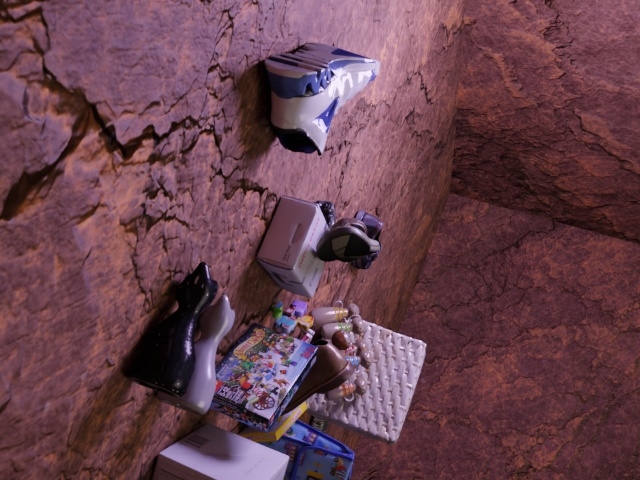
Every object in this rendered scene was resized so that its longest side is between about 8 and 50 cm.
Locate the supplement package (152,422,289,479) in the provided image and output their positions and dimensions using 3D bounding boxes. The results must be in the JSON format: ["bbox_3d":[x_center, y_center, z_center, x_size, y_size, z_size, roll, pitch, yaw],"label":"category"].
[{"bbox_3d":[-0.212,0.534,1.194,0.199,0.198,0.262,-1,107,-73],"label":"supplement package"}]

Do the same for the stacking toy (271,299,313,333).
[{"bbox_3d":[-0.069,0.194,1.567,0.221,0.052,0.167,-47,150,-54],"label":"stacking toy"}]

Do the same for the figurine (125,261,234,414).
[{"bbox_3d":[-0.210,0.168,1.044,0.215,0.092,0.209,77,31,-61],"label":"figurine"}]

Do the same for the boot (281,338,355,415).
[{"bbox_3d":[-0.062,0.345,1.533,0.305,0.115,0.112,-37,-175,25],"label":"boot"}]

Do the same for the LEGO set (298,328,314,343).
[{"bbox_3d":[-0.041,0.350,1.688,0.093,0.087,0.227,-31,-152,56],"label":"LEGO set"}]

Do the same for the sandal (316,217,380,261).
[{"bbox_3d":[0.060,-0.004,1.410,0.303,0.120,0.086,20,56,-76],"label":"sandal"}]

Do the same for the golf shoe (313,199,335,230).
[{"bbox_3d":[0.000,0.000,1.551,0.094,0.077,0.198,20,88,-74],"label":"golf shoe"}]

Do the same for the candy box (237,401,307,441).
[{"bbox_3d":[-0.118,0.463,1.587,0.206,0.105,0.027,-20,98,-69],"label":"candy box"}]

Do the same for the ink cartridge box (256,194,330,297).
[{"bbox_3d":[-0.050,0.019,1.381,0.218,0.092,0.158,67,42,-68],"label":"ink cartridge box"}]

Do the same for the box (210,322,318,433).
[{"bbox_3d":[-0.124,0.276,1.283,0.233,0.159,0.044,-49,154,-53],"label":"box"}]

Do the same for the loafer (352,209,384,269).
[{"bbox_3d":[0.161,0.017,2.047,0.302,0.095,0.109,80,32,-57],"label":"loafer"}]

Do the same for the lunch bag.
[{"bbox_3d":[-0.043,0.617,1.652,0.138,0.293,0.220,-20,125,-70],"label":"lunch bag"}]

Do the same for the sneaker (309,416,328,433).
[{"bbox_3d":[-0.005,0.660,2.213,0.086,0.064,0.192,-56,160,-57],"label":"sneaker"}]

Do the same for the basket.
[{"bbox_3d":[0.130,0.427,1.917,0.266,0.328,0.331,69,41,-73],"label":"basket"}]

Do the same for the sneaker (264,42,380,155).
[{"bbox_3d":[-0.014,-0.267,1.189,0.315,0.127,0.182,-36,144,-53],"label":"sneaker"}]

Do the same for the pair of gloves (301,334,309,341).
[{"bbox_3d":[-0.097,0.314,1.574,0.159,0.023,0.198,-55,170,20],"label":"pair of gloves"}]

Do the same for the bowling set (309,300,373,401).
[{"bbox_3d":[0.085,0.298,1.714,0.200,0.154,0.286,140,-60,-67],"label":"bowling set"}]
